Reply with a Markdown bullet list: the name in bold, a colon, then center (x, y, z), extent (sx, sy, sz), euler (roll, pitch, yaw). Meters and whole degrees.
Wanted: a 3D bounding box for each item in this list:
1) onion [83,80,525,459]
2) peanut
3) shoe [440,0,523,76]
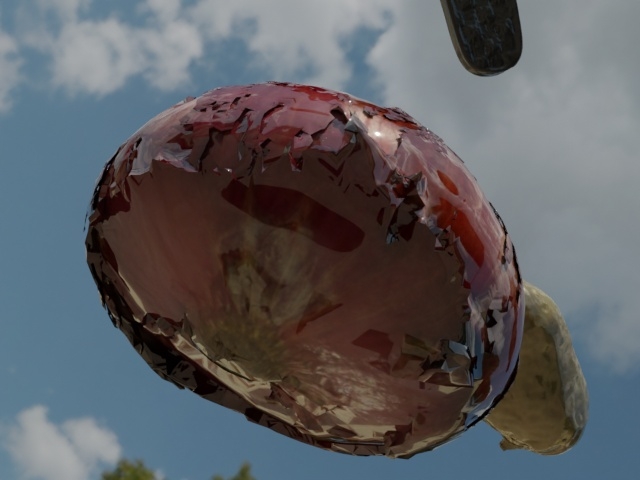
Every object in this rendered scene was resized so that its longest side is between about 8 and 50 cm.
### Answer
- **onion**: center (0.000, 0.000, 0.478), extent (0.184, 0.147, 0.184), euler (16, -34, 11)
- **peanut**: center (0.208, 0.130, 1.267), extent (0.129, 0.129, 0.224), euler (-8, -72, 45)
- **shoe**: center (0.115, -0.215, 0.940), extent (0.049, 0.071, 0.179), euler (161, -82, -76)
